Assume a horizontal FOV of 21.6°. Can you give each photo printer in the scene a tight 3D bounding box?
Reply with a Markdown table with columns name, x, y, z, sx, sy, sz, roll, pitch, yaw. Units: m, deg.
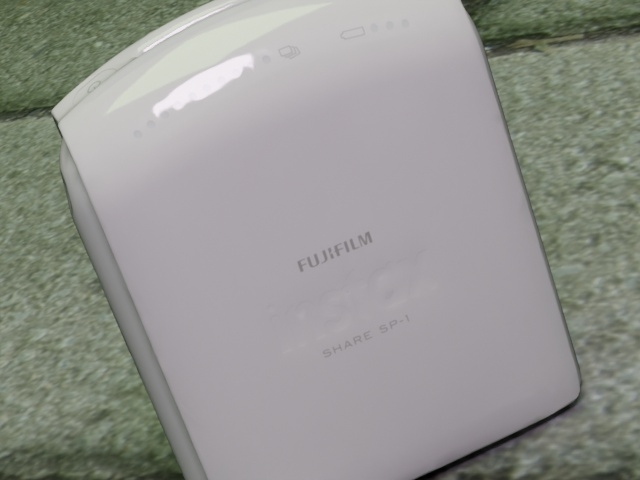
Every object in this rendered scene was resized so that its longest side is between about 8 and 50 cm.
| name | x | y | z | sx | sy | sz | roll | pitch | yaw |
| --- | --- | --- | --- | --- | --- | --- | --- | --- | --- |
| photo printer | 0.000 | 0.000 | 0.979 | 0.256 | 0.307 | 0.107 | -23 | 25 | -8 |
